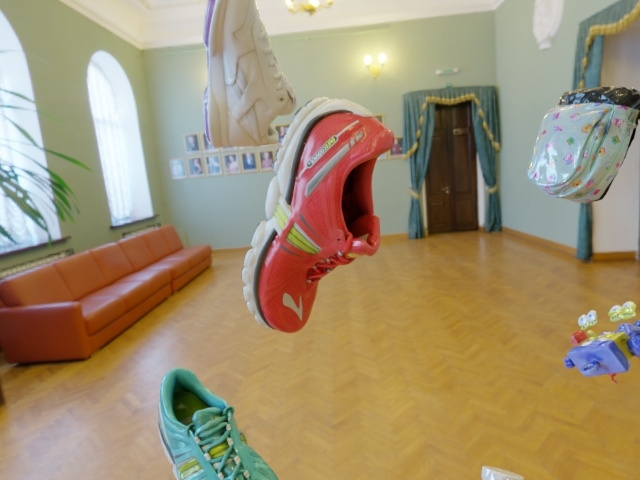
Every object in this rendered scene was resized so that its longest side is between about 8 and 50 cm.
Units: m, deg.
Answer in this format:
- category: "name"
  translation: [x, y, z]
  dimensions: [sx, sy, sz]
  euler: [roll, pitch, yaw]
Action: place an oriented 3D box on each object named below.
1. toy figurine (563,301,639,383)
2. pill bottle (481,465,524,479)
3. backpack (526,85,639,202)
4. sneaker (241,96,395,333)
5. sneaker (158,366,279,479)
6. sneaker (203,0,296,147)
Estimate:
- category: "toy figurine"
  translation: [0.663, 0.252, 0.897]
  dimensions: [0.217, 0.191, 0.362]
  euler: [-19, -14, -24]
- category: "pill bottle"
  translation: [0.289, 0.455, 0.677]
  dimensions: [0.086, 0.151, 0.086]
  euler: [11, -17, 3]
- category: "backpack"
  translation: [0.432, -0.157, 0.703]
  dimensions: [0.115, 0.181, 0.152]
  euler: [14, 10, -14]
- category: "sneaker"
  translation: [0.000, 0.000, 0.438]
  dimensions: [0.118, 0.278, 0.107]
  euler: [28, 31, 23]
- category: "sneaker"
  translation: [-0.125, 0.256, 0.496]
  dimensions: [0.107, 0.109, 0.275]
  euler: [-21, 35, -39]
- category: "sneaker"
  translation: [-0.105, -0.278, 0.656]
  dimensions: [0.152, 0.305, 0.114]
  euler: [4, 49, -11]
